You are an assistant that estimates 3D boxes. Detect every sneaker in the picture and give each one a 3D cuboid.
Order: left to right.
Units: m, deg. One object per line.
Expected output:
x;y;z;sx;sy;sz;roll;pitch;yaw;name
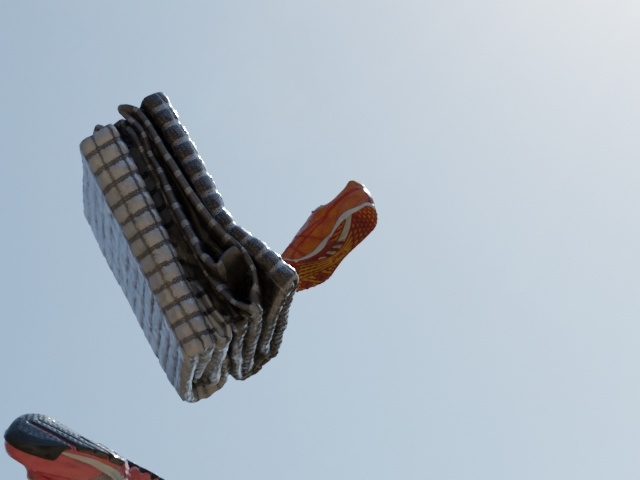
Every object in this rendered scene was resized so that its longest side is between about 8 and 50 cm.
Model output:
-0.288;0.303;2.256;0.136;0.116;0.314;-62;-27;-8;sneaker
0.000;0.000;2.254;0.175;0.067;0.064;-40;-49;20;sneaker

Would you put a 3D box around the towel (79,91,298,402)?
-0.125;0.009;1.762;0.121;0.235;0.283;-26;-12;-12;towel
